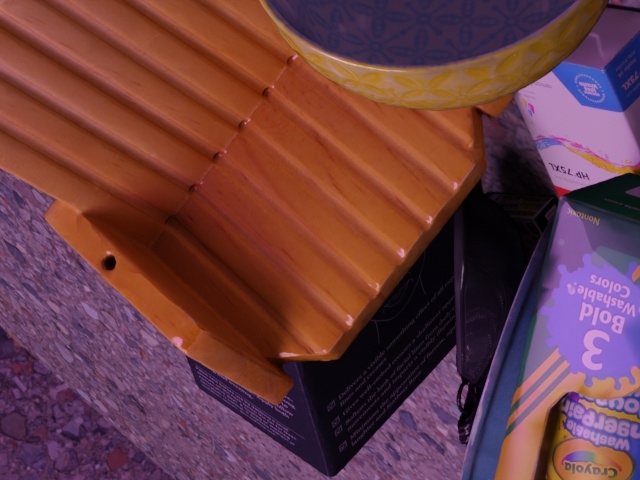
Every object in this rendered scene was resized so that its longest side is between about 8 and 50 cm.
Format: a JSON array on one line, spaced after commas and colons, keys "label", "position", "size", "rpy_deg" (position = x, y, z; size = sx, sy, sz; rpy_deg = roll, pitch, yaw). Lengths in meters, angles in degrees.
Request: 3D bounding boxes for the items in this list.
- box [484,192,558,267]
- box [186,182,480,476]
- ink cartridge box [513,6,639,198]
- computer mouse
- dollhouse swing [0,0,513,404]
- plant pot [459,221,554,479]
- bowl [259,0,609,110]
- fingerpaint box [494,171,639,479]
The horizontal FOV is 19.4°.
[{"label": "box", "position": [0.245, 0.042, 1.936], "size": [0.114, 0.036, 0.207], "rpy_deg": [6, 136, 57]}, {"label": "box", "position": [0.000, 0.000, 1.949], "size": [0.212, 0.293, 0.395], "rpy_deg": [31, 154, 29]}, {"label": "ink cartridge box", "position": [0.257, -0.092, 1.630], "size": [0.134, 0.078, 0.231], "rpy_deg": [18, 146, 48]}, {"label": "computer mouse", "position": [0.172, 0.060, 1.894], "size": [0.072, 0.188, 0.272], "rpy_deg": [0, 134, 6]}, {"label": "dollhouse swing", "position": [-0.089, -0.103, 1.575], "size": [0.315, 0.347, 0.305], "rpy_deg": [41, -174, 30]}, {"label": "plant pot", "position": [0.295, 0.148, 1.758], "size": [0.255, 0.271, 0.271], "rpy_deg": [18, 151, 11]}, {"label": "bowl", "position": [0.098, -0.200, 1.456], "size": [0.289, 0.289, 0.156], "rpy_deg": [33, 159, 27]}, {"label": "fingerpaint box", "position": [0.370, 0.190, 1.465], "size": [0.445, 0.163, 0.371], "rpy_deg": [20, 109, 27]}]
